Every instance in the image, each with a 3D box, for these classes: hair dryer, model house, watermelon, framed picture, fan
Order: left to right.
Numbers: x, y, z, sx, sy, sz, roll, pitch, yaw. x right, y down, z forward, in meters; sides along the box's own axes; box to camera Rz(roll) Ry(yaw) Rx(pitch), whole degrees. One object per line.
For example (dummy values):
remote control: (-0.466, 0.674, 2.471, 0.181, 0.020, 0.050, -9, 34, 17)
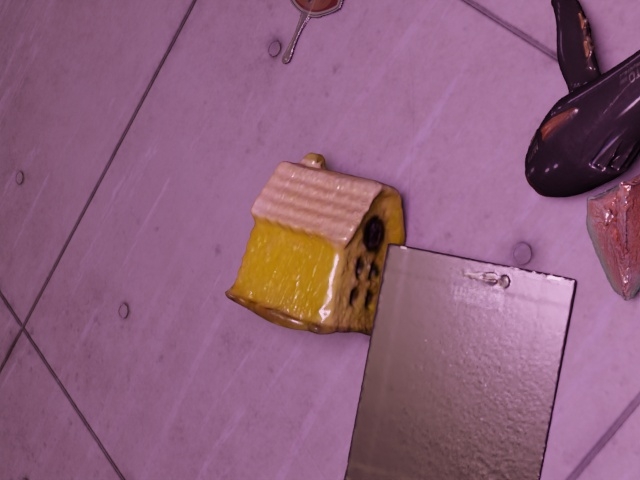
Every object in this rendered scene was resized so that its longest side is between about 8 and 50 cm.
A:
fan: (-0.014, -0.381, 1.350, 0.132, 0.009, 0.220, 31, 103, 38)
model house: (0.000, 0.000, 1.195, 0.193, 0.174, 0.234, 16, 98, 38)
framed picture: (0.174, 0.191, 1.112, 0.255, 0.014, 0.339, 11, 93, 25)
hair dryer: (0.316, -0.248, 0.998, 0.304, 0.120, 0.360, 118, 151, -57)
watermelon: (0.351, -0.011, 1.001, 0.101, 0.080, 0.155, -3, 99, 46)
